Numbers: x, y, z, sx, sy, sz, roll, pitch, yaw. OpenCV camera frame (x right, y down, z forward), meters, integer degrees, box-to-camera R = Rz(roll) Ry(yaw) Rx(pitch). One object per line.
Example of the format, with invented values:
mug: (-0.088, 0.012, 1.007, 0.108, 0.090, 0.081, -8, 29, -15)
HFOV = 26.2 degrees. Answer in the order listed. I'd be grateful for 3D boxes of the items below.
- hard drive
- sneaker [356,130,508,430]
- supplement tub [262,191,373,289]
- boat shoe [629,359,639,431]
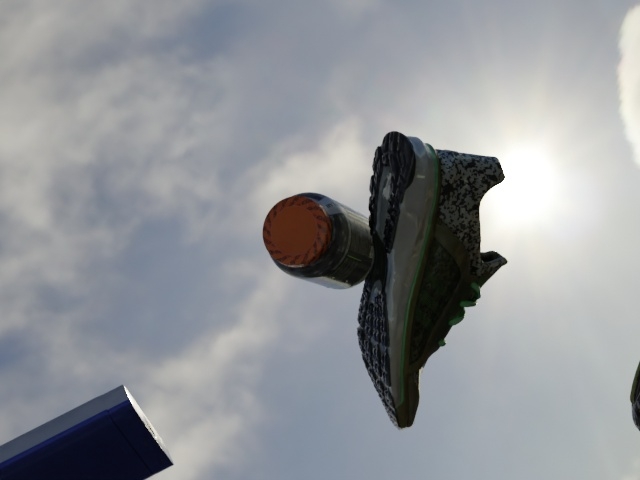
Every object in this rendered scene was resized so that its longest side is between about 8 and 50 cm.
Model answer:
hard drive: (-0.358, 0.308, 1.732, 0.318, 0.040, 0.210, -27, -31, -5)
sneaker: (0.155, 0.062, 1.760, 0.158, 0.182, 0.410, -116, 28, -63)
supplement tub: (0.000, 0.000, 1.848, 0.117, 0.117, 0.190, -65, -22, 1)
boat shoe: (0.428, 0.071, 1.476, 0.324, 0.116, 0.097, -65, 9, -1)
